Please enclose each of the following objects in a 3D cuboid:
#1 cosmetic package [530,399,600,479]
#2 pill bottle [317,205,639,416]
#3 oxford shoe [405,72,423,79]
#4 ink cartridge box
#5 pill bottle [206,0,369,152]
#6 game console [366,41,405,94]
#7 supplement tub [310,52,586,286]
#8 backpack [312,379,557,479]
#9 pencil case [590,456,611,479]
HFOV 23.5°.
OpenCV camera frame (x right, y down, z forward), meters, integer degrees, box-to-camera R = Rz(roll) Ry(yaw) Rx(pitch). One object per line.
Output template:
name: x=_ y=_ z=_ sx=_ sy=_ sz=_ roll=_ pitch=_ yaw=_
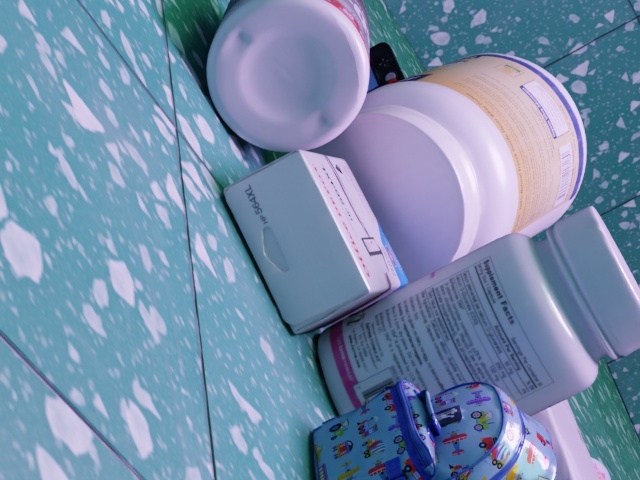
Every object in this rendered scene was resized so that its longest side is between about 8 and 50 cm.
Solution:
cosmetic package: x=0.196 y=0.246 z=1.557 sx=0.217 sy=0.156 sz=0.385 roll=52 pitch=14 yaw=-47
pill bottle: x=0.154 y=0.092 z=1.410 sx=0.160 sy=0.283 sz=0.160 roll=58 pitch=12 yaw=-20
oxford shoe: x=0.178 y=-0.070 z=2.223 sx=0.397 sy=0.146 sz=0.140 roll=66 pitch=12 yaw=18
ink cartridge box: x=0.000 y=0.000 z=1.448 sx=0.148 sy=0.086 sz=0.203 roll=63 pitch=11 yaw=5
pill bottle: x=-0.028 y=-0.207 z=1.618 sx=0.161 sy=0.161 sz=0.283 roll=58 pitch=12 yaw=-17
game console: x=0.023 y=-0.177 z=1.806 sx=0.085 sy=0.144 sz=0.124 roll=47 pitch=19 yaw=-53
supplement tub: x=0.140 y=-0.076 z=1.703 sx=0.316 sy=0.228 sz=0.228 roll=-26 pitch=88 yaw=-56
backpack: x=0.094 y=0.179 z=1.225 sx=0.117 sy=0.173 sz=0.158 roll=57 pitch=13 yaw=-22
pencil case: x=0.339 y=0.393 z=1.940 sx=0.273 sy=0.113 sz=0.124 roll=-94 pitch=158 yaw=-63
